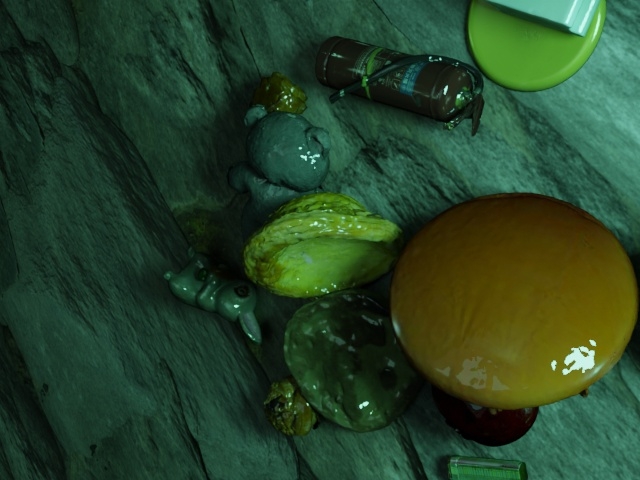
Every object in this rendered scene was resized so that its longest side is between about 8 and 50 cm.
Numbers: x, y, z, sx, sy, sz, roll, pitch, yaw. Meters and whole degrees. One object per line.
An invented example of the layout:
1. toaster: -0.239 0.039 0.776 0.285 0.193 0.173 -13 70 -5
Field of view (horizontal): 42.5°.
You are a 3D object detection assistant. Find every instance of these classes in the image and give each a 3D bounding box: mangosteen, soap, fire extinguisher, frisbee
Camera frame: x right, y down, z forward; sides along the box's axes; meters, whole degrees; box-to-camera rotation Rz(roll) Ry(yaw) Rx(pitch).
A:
1. mangosteen: 0.276 0.228 1.323 0.200 0.200 0.200 4 97 38
2. soap: 0.363 -0.454 1.211 0.159 0.087 0.265 30 105 31
3. fire extinguisher: 0.139 -0.262 1.407 0.341 0.105 0.141 25 77 35
4. frisbee: 0.334 -0.354 1.308 0.236 0.017 0.236 5 98 38

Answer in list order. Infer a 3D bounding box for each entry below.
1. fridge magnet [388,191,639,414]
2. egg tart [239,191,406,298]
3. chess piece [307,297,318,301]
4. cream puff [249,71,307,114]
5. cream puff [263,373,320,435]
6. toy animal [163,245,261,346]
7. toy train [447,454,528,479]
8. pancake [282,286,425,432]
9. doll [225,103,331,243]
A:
1. fridge magnet: 0.281 0.084 1.229 0.363 0.155 0.364 -8 55 12
2. egg tart: 0.000 0.000 1.459 0.294 0.294 0.123 -34 53 36
3. chess piece: 0.015 0.132 1.587 0.172 0.060 0.060 51 122 20
4. cream puff: -0.079 -0.262 1.604 0.116 0.094 0.122 2 70 42
5. cream puff: -0.059 0.330 1.636 0.133 0.104 0.119 -24 86 38
6. toy animal: -0.200 0.121 1.735 0.251 0.127 0.125 34 103 16
7. toy train: 0.286 0.406 1.404 0.148 0.038 0.071 -6 91 38
8. pancake: 0.062 0.213 1.516 0.294 0.049 0.294 10 114 23
9. doll: -0.067 -0.108 1.591 0.246 0.158 0.340 26 138 23
